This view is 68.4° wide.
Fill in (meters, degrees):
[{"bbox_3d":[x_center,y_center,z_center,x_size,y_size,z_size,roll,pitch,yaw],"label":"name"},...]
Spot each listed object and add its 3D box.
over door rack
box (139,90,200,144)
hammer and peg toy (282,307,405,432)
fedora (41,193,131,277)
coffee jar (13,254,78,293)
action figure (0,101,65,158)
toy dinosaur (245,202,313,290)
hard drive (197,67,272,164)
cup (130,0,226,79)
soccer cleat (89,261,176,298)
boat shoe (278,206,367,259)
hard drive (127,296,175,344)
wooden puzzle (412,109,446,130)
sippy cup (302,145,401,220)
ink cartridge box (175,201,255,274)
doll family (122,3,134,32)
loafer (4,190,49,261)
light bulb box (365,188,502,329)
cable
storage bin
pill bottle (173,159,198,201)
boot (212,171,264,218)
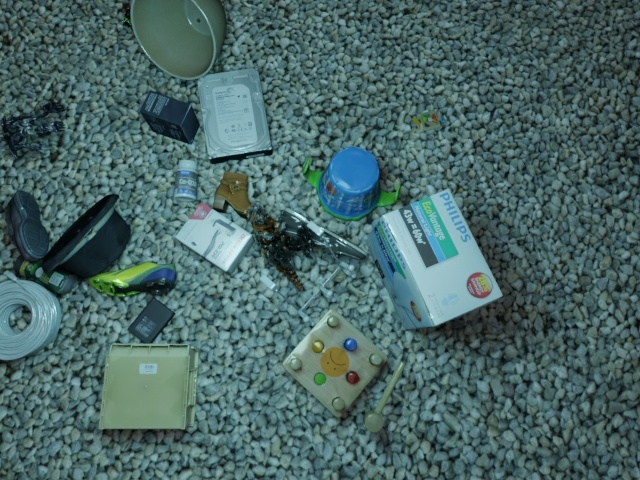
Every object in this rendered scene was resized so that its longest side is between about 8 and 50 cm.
[{"bbox_3d":[-0.017,0.128,1.493,0.239,0.324,0.108,-48,52,-9],"label":"over door rack"},{"bbox_3d":[-0.535,-0.437,1.684,0.158,0.156,0.093,20,76,2],"label":"box"},{"bbox_3d":[0.092,0.424,1.529,0.361,0.127,0.266,40,77,7],"label":"hammer and peg toy"},{"bbox_3d":[-0.748,0.006,1.561,0.334,0.334,0.152,-47,118,-11],"label":"fedora"},{"bbox_3d":[-0.922,0.109,1.579,0.185,0.096,0.079,26,85,4],"label":"coffee jar"},{"bbox_3d":[-1.020,-0.385,1.671,0.276,0.141,0.163,-15,86,21],"label":"action figure"},{"bbox_3d":[-0.132,0.018,1.585,0.322,0.218,0.164,43,67,-26],"label":"toy dinosaur"},{"bbox_3d":[-0.319,-0.465,1.747,0.237,0.064,0.338,-9,77,-4],"label":"hard drive"},{"bbox_3d":[-0.476,-0.793,1.711,0.331,0.331,0.237,23,48,3],"label":"cup"},{"bbox_3d":[-0.633,0.125,1.604,0.289,0.093,0.121,-1,47,2],"label":"soccer cleat"},{"bbox_3d":[0.000,0.000,1.638,0.335,0.112,0.095,29,94,10],"label":"boat shoe"},{"bbox_3d":[-0.571,0.273,1.592,0.094,0.022,0.135,36,79,6],"label":"hard drive"},{"bbox_3d":[0.416,-0.458,1.794,0.116,0.014,0.078,-21,79,-7],"label":"wooden puzzle"},{"bbox_3d":[0.107,-0.207,1.621,0.306,0.224,0.239,-18,79,-6],"label":"sippy cup"},{"bbox_3d":[-0.361,-0.005,1.627,0.218,0.092,0.158,33,79,4],"label":"ink cartridge box"},{"bbox_3d":[-0.688,-0.819,1.787,0.193,0.111,0.076,32,78,5],"label":"doll family"},{"bbox_3d":[-1.002,-0.035,1.592,0.095,0.109,0.302,-35,59,7],"label":"loafer"},{"bbox_3d":[0.334,0.080,1.494,0.225,0.361,0.357,-22,79,-7],"label":"light bulb box"},{"bbox_3d":[-0.995,0.259,1.548,0.257,0.089,0.257,27,79,3],"label":"cable"},{"bbox_3d":[-0.540,0.463,1.501,0.263,0.123,0.260,1,77,-1],"label":"storage bin"},{"bbox_3d":[-0.477,-0.212,1.675,0.078,0.078,0.137,1,77,-2],"label":"pill bottle"},{"bbox_3d":[-0.278,-0.163,1.677,0.197,0.073,0.152,14,73,-1],"label":"boot"}]
